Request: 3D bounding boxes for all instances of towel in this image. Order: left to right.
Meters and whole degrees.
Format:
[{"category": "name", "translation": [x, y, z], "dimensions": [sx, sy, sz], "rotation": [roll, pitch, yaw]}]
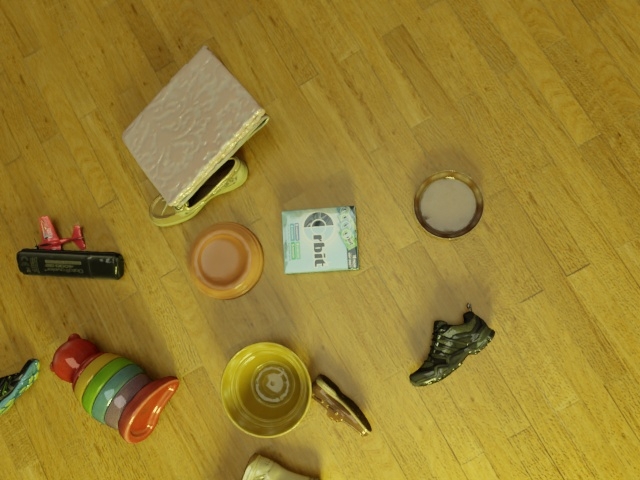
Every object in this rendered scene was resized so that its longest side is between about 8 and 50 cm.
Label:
[{"category": "towel", "translation": [-0.323, -0.288, 1.332], "dimensions": [0.332, 0.053, 0.317], "rotation": [-44, 61, 6]}]

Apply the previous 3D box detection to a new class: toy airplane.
[{"category": "toy airplane", "translation": [-0.689, 0.001, 1.412], "dimensions": [0.151, 0.028, 0.151], "rotation": [1, 100, 7]}]

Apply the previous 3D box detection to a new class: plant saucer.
[{"category": "plant saucer", "translation": [-0.244, 0.050, 1.346], "dimensions": [0.199, 0.037, 0.200], "rotation": [-1, 84, 7]}, {"category": "plant saucer", "translation": [0.308, -0.086, 1.290], "dimensions": [0.168, 0.029, 0.169], "rotation": [-1, 85, 8]}]

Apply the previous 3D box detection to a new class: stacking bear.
[{"category": "stacking bear", "translation": [-0.525, 0.342, 1.298], "dimensions": [0.288, 0.164, 0.176], "rotation": [29, 88, 14]}]

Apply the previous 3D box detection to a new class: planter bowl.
[{"category": "planter bowl", "translation": [-0.122, 0.348, 1.269], "dimensions": [0.217, 0.090, 0.217], "rotation": [-1, 83, 7]}]

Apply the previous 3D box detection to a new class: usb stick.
[{"category": "usb stick", "translation": [-0.647, 0.061, 1.383], "dimensions": [0.277, 0.045, 0.077], "rotation": [2, 112, 4]}]

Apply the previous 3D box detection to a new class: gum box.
[{"category": "gum box", "translation": [0.000, 0.000, 1.315], "dimensions": [0.184, 0.041, 0.157], "rotation": [-3, 83, 6]}]

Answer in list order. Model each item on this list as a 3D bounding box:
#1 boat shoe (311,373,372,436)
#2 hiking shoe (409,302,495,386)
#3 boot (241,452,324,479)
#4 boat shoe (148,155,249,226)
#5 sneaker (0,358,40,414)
[{"category": "boat shoe", "translation": [0.044, 0.398, 1.259], "dimensions": [0.178, 0.064, 0.060], "rotation": [42, 96, 16]}, {"category": "hiking shoe", "translation": [0.287, 0.247, 1.240], "dimensions": [0.226, 0.086, 0.114], "rotation": [-35, 68, -3]}, {"category": "boot", "translation": [-0.107, 0.654, 1.236], "dimensions": [0.203, 0.095, 0.262], "rotation": [17, 84, 8]}, {"category": "boat shoe", "translation": [-0.320, -0.133, 1.348], "dimensions": [0.285, 0.089, 0.105], "rotation": [-32, 81, 3]}, {"category": "sneaker", "translation": [-0.802, 0.372, 1.370], "dimensions": [0.188, 0.067, 0.078], "rotation": [-45, 86, 4]}]
